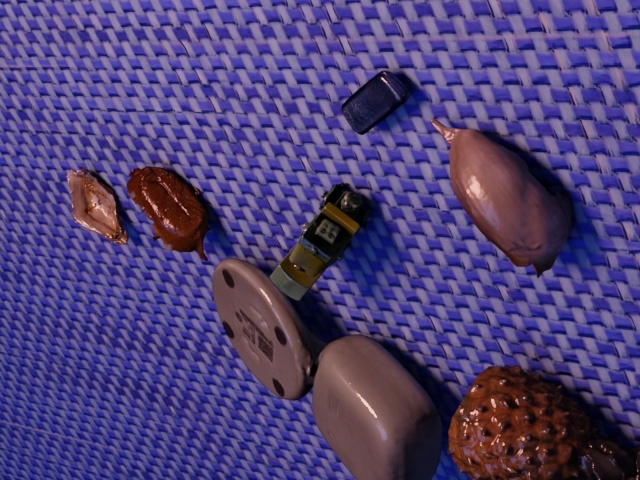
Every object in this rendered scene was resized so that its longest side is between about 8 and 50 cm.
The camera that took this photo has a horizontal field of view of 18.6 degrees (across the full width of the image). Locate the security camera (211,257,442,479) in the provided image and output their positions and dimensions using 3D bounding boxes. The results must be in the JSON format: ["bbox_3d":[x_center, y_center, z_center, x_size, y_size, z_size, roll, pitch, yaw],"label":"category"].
[{"bbox_3d":[0.004,0.123,1.911,0.301,0.080,0.157,43,152,28],"label":"security camera"}]

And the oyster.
[{"bbox_3d":[-0.236,-0.036,2.073,0.051,0.034,0.093,-13,103,38],"label":"oyster"}]

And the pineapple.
[{"bbox_3d":[0.236,0.199,1.682,0.251,0.125,0.125,29,144,20],"label":"pineapple"}]

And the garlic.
[{"bbox_3d":[0.141,-0.034,1.573,0.152,0.066,0.084,52,151,-10],"label":"garlic"}]

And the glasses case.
[{"bbox_3d":[0.048,-0.118,1.640,0.033,0.023,0.083,55,147,0],"label":"glasses case"}]

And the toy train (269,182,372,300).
[{"bbox_3d":[0.000,0.000,1.774,0.050,0.081,0.122,40,148,3],"label":"toy train"}]

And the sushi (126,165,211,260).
[{"bbox_3d":[-0.149,-0.029,1.956,0.118,0.061,0.060,62,161,16],"label":"sushi"}]
